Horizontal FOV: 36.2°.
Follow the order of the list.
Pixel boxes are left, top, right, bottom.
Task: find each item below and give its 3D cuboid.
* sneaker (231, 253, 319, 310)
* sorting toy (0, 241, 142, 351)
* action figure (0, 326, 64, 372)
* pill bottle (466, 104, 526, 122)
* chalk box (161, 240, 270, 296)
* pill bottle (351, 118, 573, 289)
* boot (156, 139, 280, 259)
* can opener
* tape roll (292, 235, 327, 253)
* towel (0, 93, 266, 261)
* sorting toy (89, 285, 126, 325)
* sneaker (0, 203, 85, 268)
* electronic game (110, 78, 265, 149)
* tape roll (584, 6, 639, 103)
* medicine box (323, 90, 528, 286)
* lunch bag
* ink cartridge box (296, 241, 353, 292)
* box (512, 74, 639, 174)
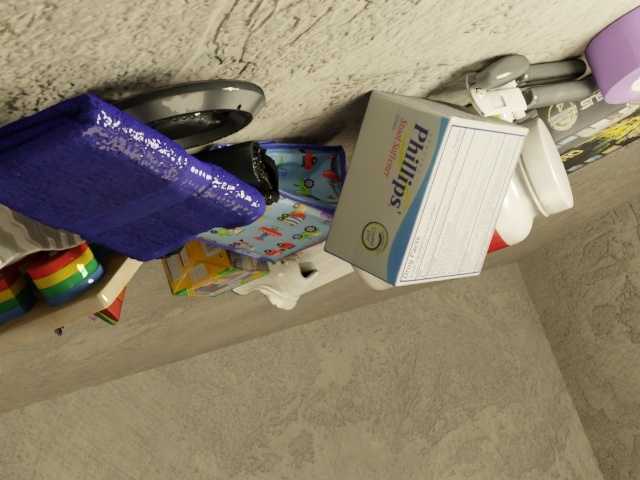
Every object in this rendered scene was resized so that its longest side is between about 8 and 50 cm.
[{"bbox_3d":[-0.124,0.057,2.142,0.129,0.111,0.297,-43,145,20],"label":"sneaker"},{"bbox_3d":[-0.391,0.044,1.443,0.255,0.089,0.257,-22,-161,18],"label":"sorting toy"},{"bbox_3d":[-0.595,0.153,1.681,0.276,0.141,0.164,-16,153,12],"label":"action figure"},{"bbox_3d":[0.293,-0.214,1.695,0.116,0.065,0.065,-23,169,17],"label":"pill bottle"},{"bbox_3d":[-0.190,0.023,1.816,0.132,0.132,0.213,-24,167,17],"label":"chalk box"},{"bbox_3d":[0.247,-0.072,1.825,0.408,0.229,0.229,-21,169,21],"label":"pill bottle"},{"bbox_3d":[-0.158,-0.053,1.388,0.207,0.094,0.246,-5,154,3],"label":"boot"},{"bbox_3d":[0.349,-0.256,1.566,0.283,0.076,0.095,-14,168,-35],"label":"can opener"},{"bbox_3d":[-0.047,-0.035,1.925,0.189,0.080,0.189,-19,168,-4],"label":"tape roll"},{"bbox_3d":[-0.241,-0.073,1.169,0.228,0.076,0.308,-19,152,28],"label":"towel"},{"bbox_3d":[-0.386,0.068,1.749,0.126,0.127,0.365,-56,-171,-15],"label":"sorting toy"},{"bbox_3d":[-0.405,-0.032,1.348,0.281,0.105,0.115,-22,-161,1],"label":"sneaker"},{"bbox_3d":[-0.179,-0.151,1.202,0.229,0.048,0.229,-14,174,-2],"label":"electronic game"},{"bbox_3d":[0.581,-0.325,1.606,0.275,0.090,0.275,-20,169,-4],"label":"tape roll"},{"bbox_3d":[0.172,-0.082,1.549,0.149,0.263,0.289,25,-164,32],"label":"medicine box"},{"bbox_3d":[-0.127,-0.067,1.556,0.293,0.138,0.221,6,156,-43],"label":"lunch bag"},{"bbox_3d":[0.000,0.000,2.221,0.296,0.066,0.261,-25,143,24],"label":"ink cartridge box"},{"bbox_3d":[0.502,-0.217,1.974,0.395,0.097,0.318,-28,163,37],"label":"box"}]
